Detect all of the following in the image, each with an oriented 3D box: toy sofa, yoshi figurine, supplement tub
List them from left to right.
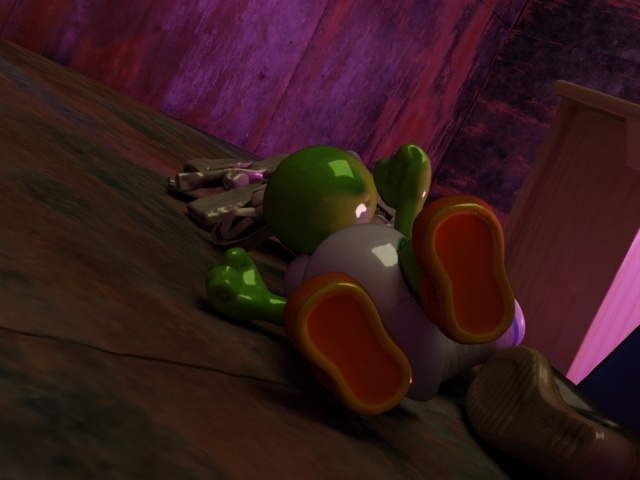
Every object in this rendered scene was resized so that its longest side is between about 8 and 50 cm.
[{"bbox_3d":[0.017,0.001,0.701,0.203,0.203,0.362,18,2,-10],"label":"yoshi figurine"},{"bbox_3d":[0.138,0.090,0.801,0.107,0.071,0.071,-20,30,-23],"label":"supplement tub"},{"bbox_3d":[0.293,0.019,0.937,0.177,0.362,0.150,12,15,-43],"label":"toy sofa"}]

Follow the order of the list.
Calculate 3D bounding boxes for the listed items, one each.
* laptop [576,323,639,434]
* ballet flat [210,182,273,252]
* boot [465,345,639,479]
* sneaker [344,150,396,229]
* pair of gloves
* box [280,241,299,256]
[{"bbox_3d":[0.368,0.226,0.594,0.382,0.236,0.408,37,28,15],"label":"laptop"},{"bbox_3d":[-0.064,-0.029,0.897,0.052,0.168,0.057,11,56,-36],"label":"ballet flat"},{"bbox_3d":[0.238,0.195,0.687,0.207,0.090,0.248,40,0,-13],"label":"boot"},{"bbox_3d":[0.083,0.018,0.903,0.292,0.110,0.118,47,-30,25],"label":"sneaker"},{"bbox_3d":[-0.097,-0.084,1.121,0.204,0.042,0.240,-11,21,-19],"label":"pair of gloves"},{"bbox_3d":[0.000,0.000,1.101,0.232,0.058,0.087,36,-18,55],"label":"box"}]
